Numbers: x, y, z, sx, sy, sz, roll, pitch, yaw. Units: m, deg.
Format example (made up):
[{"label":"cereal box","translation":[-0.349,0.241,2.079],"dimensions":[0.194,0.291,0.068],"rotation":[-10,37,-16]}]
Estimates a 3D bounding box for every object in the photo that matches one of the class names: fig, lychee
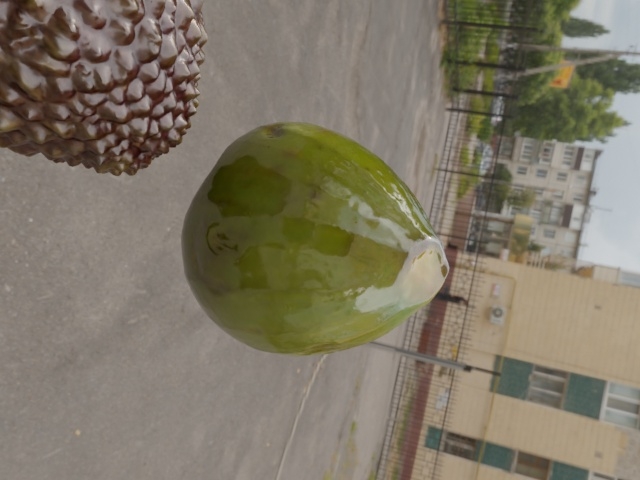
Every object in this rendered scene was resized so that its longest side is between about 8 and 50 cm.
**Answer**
[{"label":"fig","translation":[0.000,0.000,0.576],"dimensions":[0.239,0.271,0.239],"rotation":[-16,110,-52]},{"label":"lychee","translation":[-0.198,-0.166,0.446],"dimensions":[0.271,0.271,0.271],"rotation":[11,90,-75]}]
